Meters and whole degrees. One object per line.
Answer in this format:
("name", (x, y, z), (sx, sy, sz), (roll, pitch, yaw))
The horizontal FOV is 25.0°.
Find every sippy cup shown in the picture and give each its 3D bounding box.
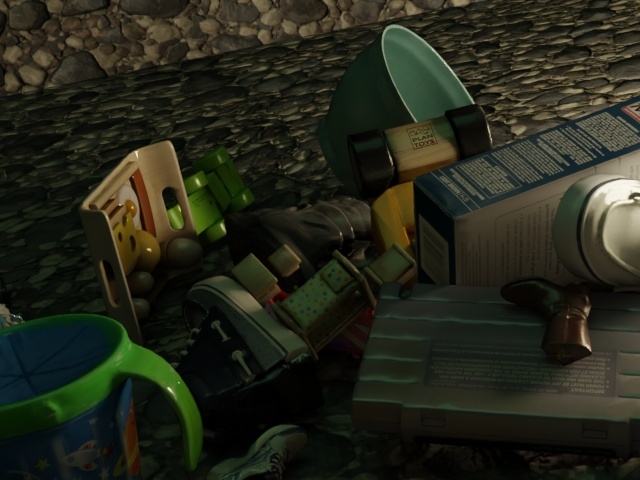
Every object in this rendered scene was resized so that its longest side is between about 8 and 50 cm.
("sippy cup", (-0.295, 0.228, 1.565), (0.305, 0.224, 0.240), (9, 29, 45))

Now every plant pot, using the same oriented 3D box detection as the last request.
("plant pot", (0.121, -0.177, 2.369), (0.196, 0.293, 0.293), (-34, 10, 26))

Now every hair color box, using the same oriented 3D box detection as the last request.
("hair color box", (0.289, -0.039, 1.787), (0.347, 0.174, 0.105), (-20, 40, -18))

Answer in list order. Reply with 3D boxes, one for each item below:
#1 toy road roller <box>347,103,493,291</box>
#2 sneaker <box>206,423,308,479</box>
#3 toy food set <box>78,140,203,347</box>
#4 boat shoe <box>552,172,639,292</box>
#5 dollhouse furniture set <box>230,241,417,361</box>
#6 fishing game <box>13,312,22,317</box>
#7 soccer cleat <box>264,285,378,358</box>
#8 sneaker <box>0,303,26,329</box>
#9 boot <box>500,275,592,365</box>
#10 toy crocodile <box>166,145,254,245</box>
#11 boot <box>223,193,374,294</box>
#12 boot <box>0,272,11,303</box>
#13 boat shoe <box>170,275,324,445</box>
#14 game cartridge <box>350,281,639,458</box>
("toy road roller", (0.172, -0.013, 2.038), (0.202, 0.240, 0.329), (-15, 57, -5))
("sneaker", (-0.060, 0.257, 1.614), (0.135, 0.052, 0.058), (-33, 37, -28))
("toy food set", (-0.253, 0.003, 2.141), (0.092, 0.220, 0.306), (-7, 21, 15))
("boat shoe", (0.426, 0.014, 1.690), (0.156, 0.136, 0.367), (10, -6, 44))
("dollhouse furniture set", (-0.001, 0.026, 1.842), (0.182, 0.101, 0.161), (-41, 62, -9))
("fishing game", (-0.398, 0.177, 2.022), (0.264, 0.041, 0.189), (19, 42, 41))
("soccer cleat", (0.038, 0.100, 1.888), (0.248, 0.095, 0.083), (-3, 22, 26))
("sneaker", (-0.428, 0.154, 1.960), (0.122, 0.110, 0.283), (-8, 37, -13))
("boot", (0.249, 0.091, 1.600), (0.106, 0.037, 0.114), (0, 40, 13))
("toy crocodile", (-0.200, -0.068, 2.457), (0.105, 0.115, 0.340), (-26, 13, 21))
("boot", (0.000, 0.000, 2.164), (0.222, 0.118, 0.338), (-13, 24, -16))
("boot", (-0.574, 0.097, 2.296), (0.161, 0.083, 0.246), (-11, 21, -11))
("boat shoe", (-0.141, 0.147, 1.825), (0.158, 0.127, 0.340), (-21, 21, -22))
("game cartridge", (0.224, 0.141, 1.609), (0.355, 0.068, 0.230), (3, 40, 12))
